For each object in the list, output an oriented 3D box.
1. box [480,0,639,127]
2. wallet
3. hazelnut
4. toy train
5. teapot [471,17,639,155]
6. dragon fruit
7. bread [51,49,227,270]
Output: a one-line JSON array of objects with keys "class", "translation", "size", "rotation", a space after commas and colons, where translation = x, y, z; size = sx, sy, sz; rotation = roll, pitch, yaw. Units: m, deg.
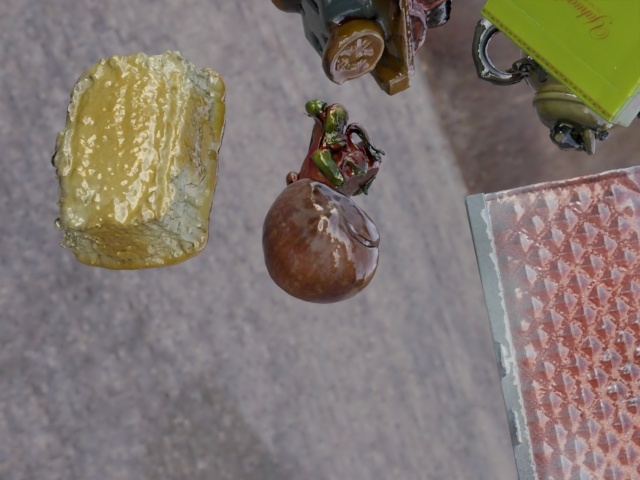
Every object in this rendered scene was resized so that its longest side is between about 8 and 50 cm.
[{"class": "box", "translation": [0.309, -0.291, 1.447], "size": [0.187, 0.335, 0.047], "rotation": [45, 22, 27]}, {"class": "wallet", "translation": [0.148, 0.061, 0.876], "size": [0.020, 0.103, 0.196], "rotation": [-4, 82, -79]}, {"class": "hazelnut", "translation": [0.000, 0.000, 1.862], "size": [0.154, 0.143, 0.143], "rotation": [59, 9, 20]}, {"class": "toy train", "translation": [0.061, -0.328, 1.679], "size": [0.163, 0.232, 0.369], "rotation": [57, -12, 32]}, {"class": "teapot", "translation": [0.315, -0.200, 1.957], "size": [0.173, 0.269, 0.182], "rotation": [86, 18, -79]}, {"class": "dragon fruit", "translation": [0.021, -0.101, 2.035], "size": [0.138, 0.142, 0.175], "rotation": [-33, 111, -72]}, {"class": "bread", "translation": [-0.192, -0.090, 1.671], "size": [0.121, 0.174, 0.245], "rotation": [68, 23, -59]}]
